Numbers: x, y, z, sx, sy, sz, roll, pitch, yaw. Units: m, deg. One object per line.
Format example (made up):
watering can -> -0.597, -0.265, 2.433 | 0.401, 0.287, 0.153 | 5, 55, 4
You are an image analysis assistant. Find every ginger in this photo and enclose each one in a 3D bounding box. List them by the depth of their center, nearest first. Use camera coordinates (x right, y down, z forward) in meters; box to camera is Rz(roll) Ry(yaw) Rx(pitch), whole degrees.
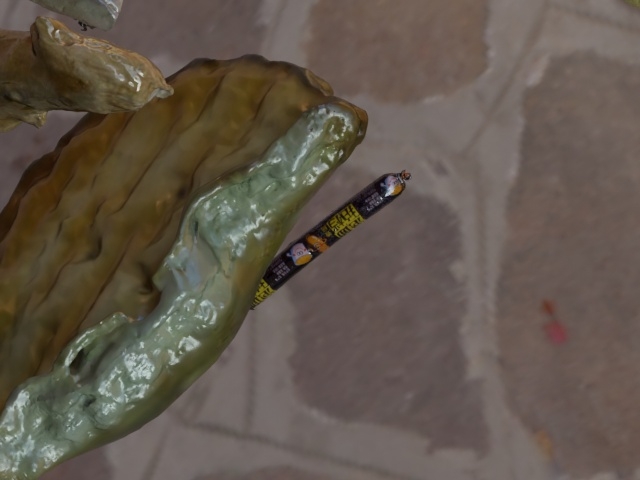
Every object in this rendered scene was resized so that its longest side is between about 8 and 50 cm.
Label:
ginger -> -0.135, -0.082, 0.963 | 0.044, 0.137, 0.057 | -22, 105, -46

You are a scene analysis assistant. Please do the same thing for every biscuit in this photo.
biscuit -> -0.108, 0.002, 1.291 | 0.078, 0.335, 0.329 | 44, 37, -34

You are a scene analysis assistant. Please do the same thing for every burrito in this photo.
burrito -> -0.236, -0.212, 1.504 | 0.185, 0.041, 0.045 | 25, 82, -2

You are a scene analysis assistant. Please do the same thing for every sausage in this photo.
sausage -> 0.000, 0.000, 1.715 | 0.198, 0.025, 0.028 | -37, 77, 14

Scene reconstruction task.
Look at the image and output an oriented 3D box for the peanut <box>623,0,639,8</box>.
peanut -> 0.282, -0.329, 1.920 | 0.305, 0.147, 0.147 | 37, 63, -1
